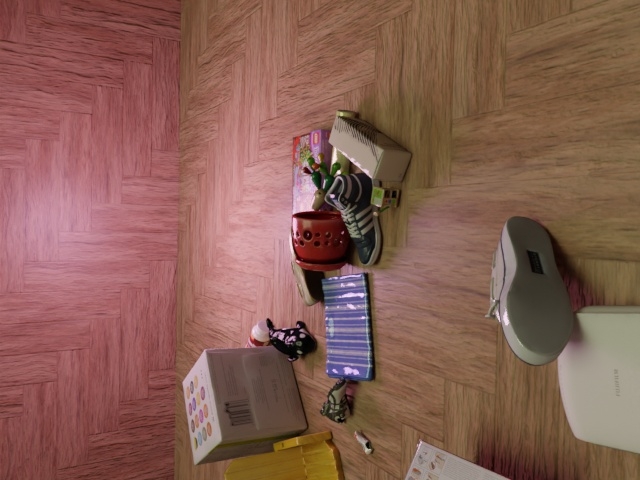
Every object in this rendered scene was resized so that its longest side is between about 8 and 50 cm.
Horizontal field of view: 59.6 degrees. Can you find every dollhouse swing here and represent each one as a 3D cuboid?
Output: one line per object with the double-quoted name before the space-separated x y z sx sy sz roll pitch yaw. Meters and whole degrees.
"dollhouse swing" -0.121 0.856 1.878 0.315 0.305 0.347 -40 55 52

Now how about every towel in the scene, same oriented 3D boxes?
"towel" 0.081 0.279 1.803 0.243 0.040 0.336 -14 77 57

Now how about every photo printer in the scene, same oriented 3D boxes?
"photo printer" 0.552 0.237 0.956 0.307 0.107 0.256 -10 80 58

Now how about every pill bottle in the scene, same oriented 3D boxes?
"pill bottle" -0.251 0.402 2.304 0.086 0.086 0.152 60 138 40

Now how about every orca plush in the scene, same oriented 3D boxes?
"orca plush" -0.141 0.350 2.074 0.287 0.102 0.151 30 96 52

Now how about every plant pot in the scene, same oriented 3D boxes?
"plant pot" 0.000 0.000 1.799 0.191 0.191 0.174 24 115 57

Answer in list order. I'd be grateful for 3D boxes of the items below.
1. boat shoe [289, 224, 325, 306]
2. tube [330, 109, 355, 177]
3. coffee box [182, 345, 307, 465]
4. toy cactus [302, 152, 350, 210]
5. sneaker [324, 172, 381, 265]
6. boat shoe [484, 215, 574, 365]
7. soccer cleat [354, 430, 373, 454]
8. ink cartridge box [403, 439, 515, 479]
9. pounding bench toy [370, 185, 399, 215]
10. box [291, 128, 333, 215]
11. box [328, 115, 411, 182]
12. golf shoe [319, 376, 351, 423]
"boat shoe" -0.061 0.083 1.980 0.098 0.109 0.302 -37 64 51
"tube" 0.070 -0.300 1.815 0.070 0.062 0.240 -78 -6 -71
"coffee box" -0.305 0.628 2.147 0.334 0.338 0.337 -51 46 46
"toy cactus" 0.018 -0.169 1.795 0.219 0.112 0.180 37 121 11
"sneaker" 0.096 -0.065 1.669 0.099 0.153 0.282 1 90 59
"boat shoe" 0.389 0.120 1.113 0.367 0.136 0.156 -79 2 -48
"soccer cleat" 0.134 0.620 1.724 0.035 0.029 0.083 -57 46 29
"ink cartridge box" 0.375 0.569 1.181 0.309 0.272 0.130 -1 58 58
"pounding bench toy" 0.186 -0.110 1.606 0.052 0.065 0.083 27 112 55
"box" -0.031 -0.231 1.974 0.201 0.057 0.293 0 90 58
"box" 0.140 -0.273 1.644 0.275 0.113 0.094 47 128 47
"golf shoe" 0.067 0.515 1.795 0.094 0.077 0.198 34 136 19
